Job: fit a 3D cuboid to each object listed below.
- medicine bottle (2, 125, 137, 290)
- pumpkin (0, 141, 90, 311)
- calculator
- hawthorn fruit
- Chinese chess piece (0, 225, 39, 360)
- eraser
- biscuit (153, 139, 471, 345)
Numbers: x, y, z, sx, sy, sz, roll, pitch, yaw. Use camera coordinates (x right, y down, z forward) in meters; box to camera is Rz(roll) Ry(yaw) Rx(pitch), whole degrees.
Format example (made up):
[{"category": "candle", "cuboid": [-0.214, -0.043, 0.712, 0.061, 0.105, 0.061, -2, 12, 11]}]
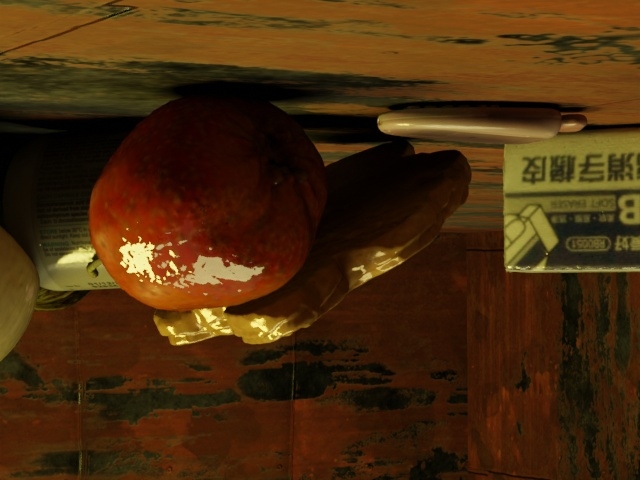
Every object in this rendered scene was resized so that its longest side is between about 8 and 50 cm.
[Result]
[{"category": "medicine bottle", "cuboid": [-0.140, -0.029, 1.471, 0.215, 0.135, 0.135, -4, 177, 18]}, {"category": "pumpkin", "cuboid": [-0.299, -0.016, 1.644, 0.223, 0.157, 0.224, 12, 165, 3]}, {"category": "calculator", "cuboid": [0.126, -0.089, 1.368, 0.165, 0.024, 0.103, 1, 178, -11]}, {"category": "hawthorn fruit", "cuboid": [-0.122, -0.011, 1.302, 0.165, 0.165, 0.285, 1, 165, -44]}, {"category": "Chinese chess piece", "cuboid": [-0.348, 0.009, 1.418, 0.257, 0.104, 0.257, 28, 160, 11]}, {"category": "eraser", "cuboid": [0.263, -0.034, 1.519, 0.210, 0.125, 0.068, -1, 177, 30]}, {"category": "biscuit", "cuboid": [0.002, 0.004, 1.503, 0.269, 0.051, 0.376, -22, -165, 19]}]
